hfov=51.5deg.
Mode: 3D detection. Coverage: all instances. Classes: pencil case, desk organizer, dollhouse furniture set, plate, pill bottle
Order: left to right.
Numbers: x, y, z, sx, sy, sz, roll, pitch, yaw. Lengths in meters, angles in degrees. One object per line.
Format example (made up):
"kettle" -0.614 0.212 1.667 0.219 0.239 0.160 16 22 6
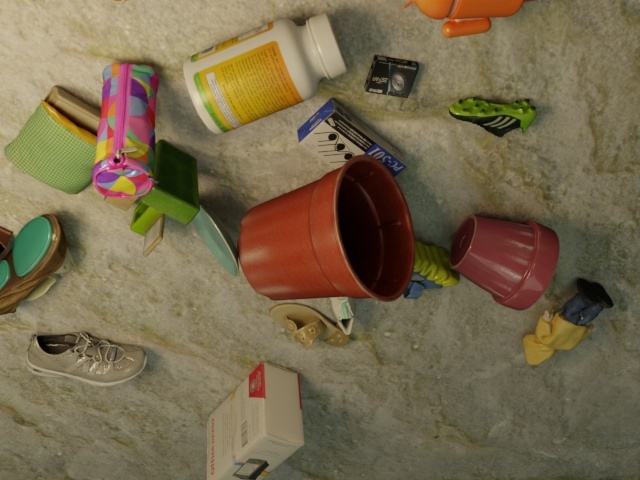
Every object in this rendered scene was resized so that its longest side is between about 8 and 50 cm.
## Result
"desk organizer" -0.683 0.026 1.344 0.130 0.050 0.047 -39 129 26
"dollhouse furniture set" -0.397 -0.107 1.191 0.302 0.151 0.197 29 124 -32
"pencil case" -0.312 -0.180 1.073 0.104 0.236 0.104 -5 150 -3
"plate" -0.208 -0.010 1.318 0.024 0.188 0.188 -33 139 -18
"pill bottle" -0.086 -0.278 1.087 0.246 0.136 0.136 -20 135 10

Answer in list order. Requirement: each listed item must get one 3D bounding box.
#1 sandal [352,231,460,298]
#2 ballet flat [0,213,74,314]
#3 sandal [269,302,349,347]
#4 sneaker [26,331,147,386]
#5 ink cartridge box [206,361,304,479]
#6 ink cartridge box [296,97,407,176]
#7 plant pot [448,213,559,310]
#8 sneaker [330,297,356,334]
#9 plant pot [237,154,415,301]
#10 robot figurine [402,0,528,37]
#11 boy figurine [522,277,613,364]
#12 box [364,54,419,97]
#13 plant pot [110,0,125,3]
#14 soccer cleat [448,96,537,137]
"sandal" 0.169 0.051 1.478 0.317 0.126 0.138 30 127 -32
"ballet flat" -0.592 0.060 1.366 0.342 0.116 0.124 -39 149 26
"sandal" -0.017 0.231 1.649 0.240 0.079 0.088 27 124 -31
"sneaker" -0.556 0.275 1.577 0.281 0.105 0.115 3 134 -13
"ink cartridge box" -0.181 0.510 1.796 0.131 0.226 0.306 22 128 -26
"ink cartridge box" 0.063 -0.177 1.280 0.207 0.046 0.097 31 123 -34
"plant pot" 0.391 0.034 1.460 0.180 0.201 0.201 20 129 -8
"sneaker" 0.054 0.138 1.558 0.080 0.094 0.212 -12 135 4
"plant pot" 0.000 0.000 1.278 0.265 0.272 0.272 -13 140 35
"robot figurine" 0.234 -0.410 1.023 0.220 0.128 0.158 -5 163 -7
"boy figurine" 0.647 0.230 1.761 0.177 0.092 0.285 12 132 -21
"box" 0.128 -0.294 1.194 0.083 0.018 0.067 5 133 -16
"plant pot" -0.264 -0.467 0.808 0.191 0.284 0.284 -43 135 -13
"soccer cleat" 0.326 -0.232 1.265 0.179 0.060 0.072 -1 136 -13
